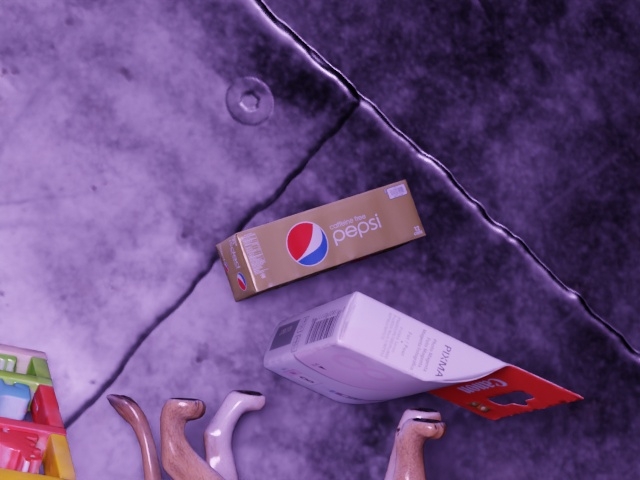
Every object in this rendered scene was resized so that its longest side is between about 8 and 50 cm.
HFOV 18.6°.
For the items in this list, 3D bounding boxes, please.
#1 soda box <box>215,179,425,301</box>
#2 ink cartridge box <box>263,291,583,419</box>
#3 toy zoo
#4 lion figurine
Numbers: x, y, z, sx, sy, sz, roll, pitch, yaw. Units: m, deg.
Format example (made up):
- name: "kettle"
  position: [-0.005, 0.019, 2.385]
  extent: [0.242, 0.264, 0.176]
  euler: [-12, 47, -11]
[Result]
- name: "soda box"
  position: [0.000, 0.000, 1.793]
  extent: [0.181, 0.061, 0.058]
  euler: [-17, 86, -24]
- name: "ink cartridge box"
  position: [0.086, 0.126, 1.731]
  extent: [0.232, 0.189, 0.066]
  euler: [30, 70, -14]
- name: "toy zoo"
  position: [-0.296, 0.145, 1.538]
  extent: [0.192, 0.293, 0.030]
  euler: [12, 109, -19]
- name: "lion figurine"
  position: [-0.006, 0.263, 1.711]
  extent: [0.392, 0.142, 0.240]
  euler: [8, 93, -6]
